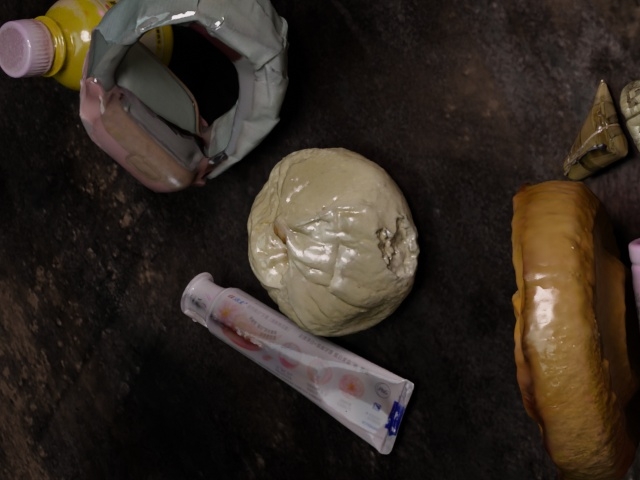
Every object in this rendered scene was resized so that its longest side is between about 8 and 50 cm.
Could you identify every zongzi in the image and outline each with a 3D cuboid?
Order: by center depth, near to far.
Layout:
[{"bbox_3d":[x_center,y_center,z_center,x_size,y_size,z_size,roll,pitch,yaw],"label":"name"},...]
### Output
[{"bbox_3d":[0.269,-0.109,1.593,0.076,0.040,0.083,-33,66,47],"label":"zongzi"}]

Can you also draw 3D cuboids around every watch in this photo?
[{"bbox_3d":[-0.142,-0.194,1.814,0.241,0.253,0.161,-23,48,23],"label":"watch"}]

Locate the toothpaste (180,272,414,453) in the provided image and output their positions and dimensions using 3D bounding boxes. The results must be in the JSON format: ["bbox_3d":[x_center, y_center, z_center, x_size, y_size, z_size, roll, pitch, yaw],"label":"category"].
[{"bbox_3d":[-0.031,0.136,1.892,0.323,0.066,0.100,30,113,28],"label":"toothpaste"}]

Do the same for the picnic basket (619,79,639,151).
[{"bbox_3d":[0.392,-0.124,1.416,0.196,0.134,0.154,-32,77,41],"label":"picnic basket"}]

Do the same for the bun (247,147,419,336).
[{"bbox_3d":[0.000,0.000,1.782,0.220,0.134,0.220,12,108,40],"label":"bun"}]

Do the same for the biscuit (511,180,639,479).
[{"bbox_3d":[0.249,0.084,1.493,0.102,0.296,0.296,-10,93,15],"label":"biscuit"}]

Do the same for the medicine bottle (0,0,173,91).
[{"bbox_3d":[-0.292,-0.241,1.931,0.122,0.212,0.122,11,106,39],"label":"medicine bottle"}]

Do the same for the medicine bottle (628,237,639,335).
[{"bbox_3d":[0.377,0.116,1.467,0.152,0.152,0.254,-5,96,42],"label":"medicine bottle"}]
